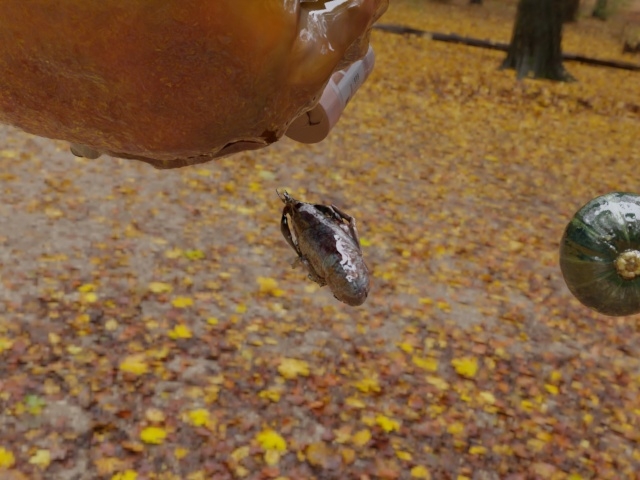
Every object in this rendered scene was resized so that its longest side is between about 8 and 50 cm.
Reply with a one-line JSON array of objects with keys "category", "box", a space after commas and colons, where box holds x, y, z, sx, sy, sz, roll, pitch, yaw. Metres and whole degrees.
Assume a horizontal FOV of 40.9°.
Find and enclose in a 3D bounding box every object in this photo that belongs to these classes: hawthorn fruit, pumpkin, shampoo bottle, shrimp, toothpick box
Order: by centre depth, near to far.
[{"category": "hawthorn fruit", "box": [-0.155, -0.268, 0.810, 0.471, 0.472, 0.472, 8, 19, -3]}, {"category": "shrimp", "box": [-0.001, 0.000, 0.944, 0.075, 0.073, 0.190, -28, 51, -20]}, {"category": "pumpkin", "box": [0.401, 0.017, 1.140, 0.167, 0.167, 0.125, 14, 20, 16]}, {"category": "shampoo bottle", "box": [-0.318, -0.147, 1.147, 0.040, 0.080, 0.165, -35, 1, -19]}, {"category": "toothpick box", "box": [0.001, -0.215, 1.171, 0.098, 0.098, 0.149, 16, 52, 21]}]
